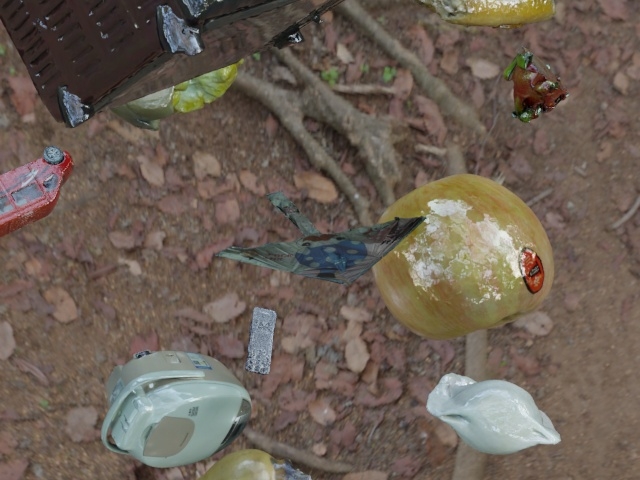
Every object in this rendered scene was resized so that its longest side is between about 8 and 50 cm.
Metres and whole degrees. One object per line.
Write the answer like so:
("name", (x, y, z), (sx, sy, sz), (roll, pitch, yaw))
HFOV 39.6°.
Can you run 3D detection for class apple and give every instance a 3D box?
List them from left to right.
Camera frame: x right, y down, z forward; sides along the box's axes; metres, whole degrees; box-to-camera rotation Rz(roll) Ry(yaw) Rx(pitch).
("apple", (0.306, 0.040, 1.982), (0.392, 0.391, 0.346), (-20, 78, -13))

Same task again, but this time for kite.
("kite", (0.000, 0.000, 1.349), (0.335, 0.314, 0.011), (-12, 60, 16))

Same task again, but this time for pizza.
("pizza", (0.116, -0.255, 0.879), (0.226, 0.069, 0.147), (32, 39, 31))

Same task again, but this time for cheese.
("cheese", (-0.278, -0.273, 1.394), (0.175, 0.091, 0.202), (3, 78, -9))

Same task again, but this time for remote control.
("remote control", (-0.087, 0.144, 1.275), (0.039, 0.014, 0.096), (16, 66, -25))

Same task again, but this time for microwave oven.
("microwave oven", (-0.081, -0.208, 0.591), (0.247, 0.188, 0.178), (-34, 101, -48))

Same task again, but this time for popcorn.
("popcorn", (-0.255, -0.346, 1.667), (0.221, 0.184, 0.204), (-40, 64, 12))

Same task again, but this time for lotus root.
("lotus root", (-0.112, 0.388, 1.368), (0.221, 0.118, 0.125), (-33, 117, 16))

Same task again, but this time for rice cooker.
("rice cooker", (-0.192, 0.221, 1.184), (0.206, 0.145, 0.127), (14, 25, -38))

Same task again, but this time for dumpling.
("dumpling", (0.286, 0.280, 1.486), (0.229, 0.124, 0.151), (18, 24, -6))

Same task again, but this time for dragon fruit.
("dragon fruit", (0.420, -0.294, 1.730), (0.142, 0.175, 0.138), (16, 40, -4))

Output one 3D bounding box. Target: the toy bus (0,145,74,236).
("toy bus", (-0.490, -0.079, 1.474), (0.195, 0.081, 0.089), (-30, 82, -31))
